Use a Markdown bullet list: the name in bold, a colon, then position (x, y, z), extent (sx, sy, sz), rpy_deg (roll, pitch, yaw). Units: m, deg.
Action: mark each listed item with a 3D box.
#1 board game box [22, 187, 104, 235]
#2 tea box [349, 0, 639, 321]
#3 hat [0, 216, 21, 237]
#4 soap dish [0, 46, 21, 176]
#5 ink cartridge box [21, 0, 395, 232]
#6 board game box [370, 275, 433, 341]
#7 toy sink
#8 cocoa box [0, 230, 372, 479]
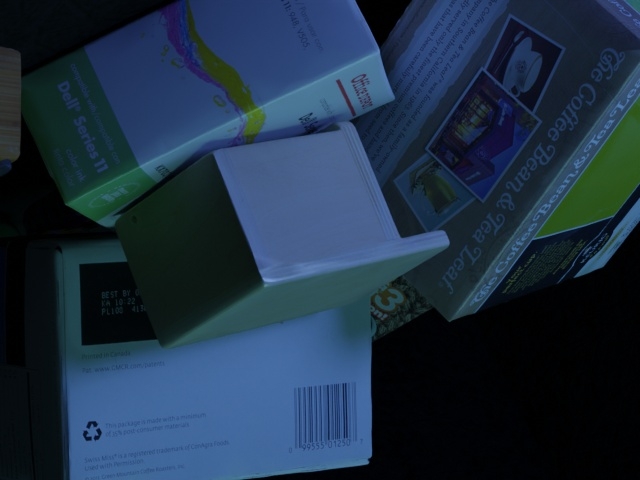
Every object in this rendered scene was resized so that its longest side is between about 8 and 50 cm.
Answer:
- **board game box**: position (-0.172, -0.076, 1.889), extent (0.194, 0.060, 0.194), rpy_deg (-32, 170, 35)
- **tea box**: position (0.215, -0.134, 1.811), extent (0.323, 0.220, 0.329), rpy_deg (-15, 145, -55)
- **hat**: position (-0.428, 0.041, 1.983), extent (0.173, 0.183, 0.208), rpy_deg (-26, 134, -54)
- **soap dish**: position (-0.346, -0.062, 1.250), extent (0.229, 0.118, 0.291), rpy_deg (-28, 170, 18)
- **ink cartridge box**: position (-0.058, -0.142, 1.609), extent (0.353, 0.119, 0.207), rpy_deg (-26, 172, 3)
- **board game box**: position (0.000, 0.000, 2.162), extent (0.291, 0.232, 0.141), rpy_deg (-34, -162, 43)
- **toy sink**: position (-0.031, -0.011, 1.641), extent (0.234, 0.131, 0.153), rpy_deg (-12, 166, -43)
- **cocoa box**: position (-0.153, 0.105, 1.812), extent (0.347, 0.231, 0.228), rpy_deg (-3, -178, -37)
